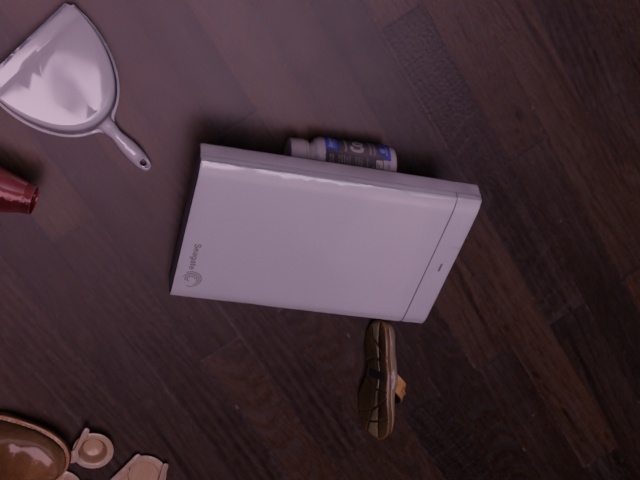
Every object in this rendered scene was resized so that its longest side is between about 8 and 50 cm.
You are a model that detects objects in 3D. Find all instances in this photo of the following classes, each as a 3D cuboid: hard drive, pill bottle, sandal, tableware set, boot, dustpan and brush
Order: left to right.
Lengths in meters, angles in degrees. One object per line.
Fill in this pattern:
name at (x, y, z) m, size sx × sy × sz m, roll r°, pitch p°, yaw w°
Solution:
boot at (-0.478, 0.282, 1.310) m, size 0.305 × 0.115 × 0.112 m, roll 13°, pitch 104°, yaw -16°
dustpan and brush at (-0.281, -0.161, 1.235) m, size 0.147 × 0.060 × 0.211 m, roll -46°, pitch 105°, yaw -7°
tableware set at (-0.304, 0.339, 1.413) m, size 0.168 × 0.020 × 0.141 m, roll 31°, pitch 100°, yaw -19°
hard drive at (0.000, 0.000, 1.298) m, size 0.353 × 0.047 × 0.233 m, roll 8°, pitch 132°, yaw -13°
pill bottle at (0.022, -0.092, 1.300) m, size 0.137 × 0.078 × 0.078 m, roll 6°, pitch 107°, yaw -14°
sandal at (0.093, 0.196, 1.425) m, size 0.049 × 0.072 × 0.180 m, roll -6°, pitch 107°, yaw -32°

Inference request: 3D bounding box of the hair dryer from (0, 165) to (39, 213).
hair dryer at (-0.476, -0.025, 1.233) m, size 0.293 × 0.080 × 0.224 m, roll -20°, pitch 115°, yaw 11°
